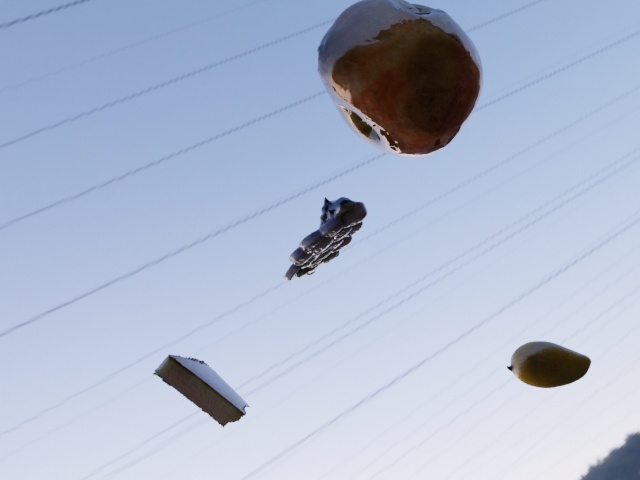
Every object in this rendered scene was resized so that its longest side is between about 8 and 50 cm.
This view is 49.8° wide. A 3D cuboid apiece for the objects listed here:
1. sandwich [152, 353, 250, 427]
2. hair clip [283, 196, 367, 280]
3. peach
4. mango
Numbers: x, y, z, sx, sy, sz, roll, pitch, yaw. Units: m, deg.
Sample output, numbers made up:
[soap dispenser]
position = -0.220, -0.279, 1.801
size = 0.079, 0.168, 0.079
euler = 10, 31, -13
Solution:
[sandwich]
position = -0.215, 0.296, 1.327
size = 0.058, 0.162, 0.193
euler = -50, -22, -4
[hair clip]
position = 0.000, -0.002, 1.063
size = 0.124, 0.052, 0.195
euler = -17, -27, -31
[peach]
position = 0.100, -0.231, 0.968
size = 0.235, 0.214, 0.214
euler = 23, -67, -26
[mango]
position = 0.496, 0.270, 1.496
size = 0.187, 0.101, 0.066
euler = 4, -11, -1
